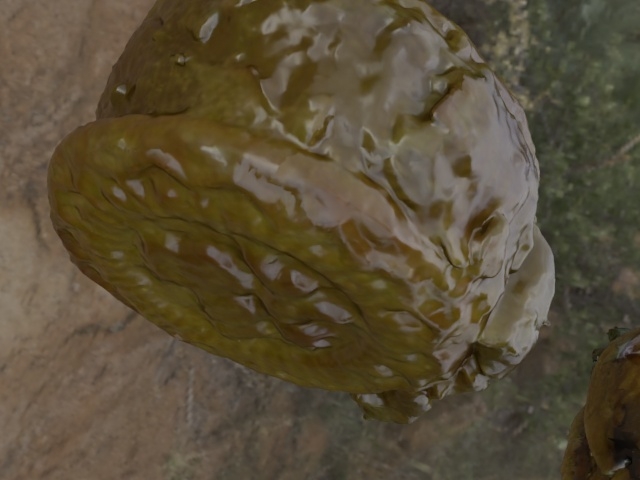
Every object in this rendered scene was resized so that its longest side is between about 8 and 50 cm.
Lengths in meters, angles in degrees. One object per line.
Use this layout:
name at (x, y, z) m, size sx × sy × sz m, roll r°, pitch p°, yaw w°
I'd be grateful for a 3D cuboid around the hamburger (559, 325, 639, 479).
hamburger at (0.280, 0.155, 0.753) m, size 0.130 × 0.183 × 0.206 m, roll 97°, pitch 15°, yaw -56°

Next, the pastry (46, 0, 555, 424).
pastry at (-0.002, -0.022, 0.498) m, size 0.240 × 0.235 × 0.132 m, roll -41°, pitch -155°, yaw 62°
